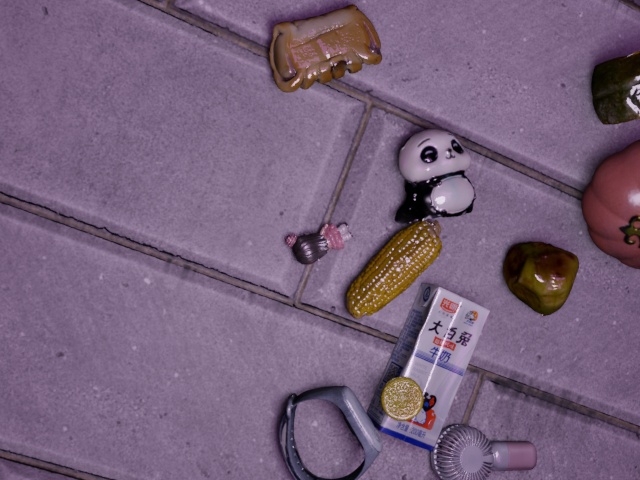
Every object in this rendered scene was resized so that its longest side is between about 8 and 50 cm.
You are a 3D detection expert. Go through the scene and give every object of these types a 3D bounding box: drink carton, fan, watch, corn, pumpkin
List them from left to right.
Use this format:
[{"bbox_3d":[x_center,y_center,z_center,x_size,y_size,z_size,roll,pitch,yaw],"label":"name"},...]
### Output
[{"bbox_3d":[0.008,0.388,1.332,0.193,0.068,0.206,-32,91,13],"label":"watch"},{"bbox_3d":[0.151,0.057,1.366,0.262,0.097,0.097,-45,101,-7],"label":"corn"},{"bbox_3d":[0.219,0.254,1.382,0.130,0.106,0.315,25,86,-14],"label":"drink carton"},{"bbox_3d":[0.354,0.462,1.444,0.244,0.074,0.130,7,79,-19],"label":"fan"},{"bbox_3d":[0.719,-0.344,1.435,0.280,0.190,0.139,-19,95,-13],"label":"pumpkin"}]

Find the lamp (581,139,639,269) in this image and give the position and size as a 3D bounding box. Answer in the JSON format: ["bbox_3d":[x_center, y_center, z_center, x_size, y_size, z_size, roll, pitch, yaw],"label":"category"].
[{"bbox_3d":[0.707,-0.086,1.419,0.305,0.240,0.305,6,130,7],"label":"lamp"}]

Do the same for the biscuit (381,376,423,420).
[{"bbox_3d":[0.157,0.305,1.304,0.084,0.023,0.084,0,88,-3],"label":"biscuit"}]

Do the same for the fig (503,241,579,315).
[{"bbox_3d":[0.469,0.080,1.420,0.154,0.144,0.166,-16,121,20],"label":"fig"}]

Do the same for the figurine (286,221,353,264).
[{"bbox_3d":[0.000,0.000,1.348,0.129,0.054,0.072,-25,93,-13],"label":"figurine"}]

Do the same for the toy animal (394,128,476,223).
[{"bbox_3d":[0.221,-0.132,1.352,0.166,0.138,0.179,-12,100,-29],"label":"toy animal"}]

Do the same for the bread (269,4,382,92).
[{"bbox_3d":[0.006,-0.374,1.321,0.225,0.081,0.134,-19,91,-10],"label":"bread"}]
